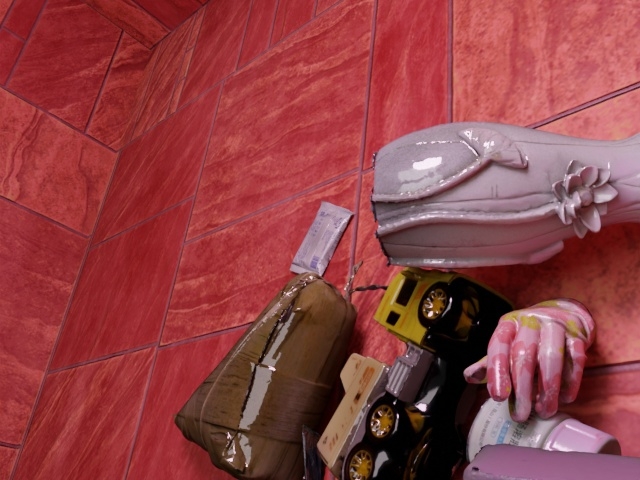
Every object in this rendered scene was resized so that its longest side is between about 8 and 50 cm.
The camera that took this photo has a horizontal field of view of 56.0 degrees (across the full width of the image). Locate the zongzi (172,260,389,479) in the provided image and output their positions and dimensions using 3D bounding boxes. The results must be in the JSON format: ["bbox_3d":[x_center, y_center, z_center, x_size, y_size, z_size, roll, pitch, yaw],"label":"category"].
[{"bbox_3d":[-0.142,0.228,1.301,0.467,0.218,0.500,8,71,50],"label":"zongzi"}]

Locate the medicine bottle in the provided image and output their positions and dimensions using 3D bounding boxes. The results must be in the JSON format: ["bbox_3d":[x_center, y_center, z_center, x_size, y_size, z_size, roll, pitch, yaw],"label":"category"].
[{"bbox_3d":[0.307,0.297,0.832,0.168,0.135,0.135,16,77,47],"label":"medicine bottle"}]

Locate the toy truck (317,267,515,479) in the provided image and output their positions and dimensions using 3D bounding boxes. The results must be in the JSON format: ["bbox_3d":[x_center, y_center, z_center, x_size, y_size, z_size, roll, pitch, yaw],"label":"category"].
[{"bbox_3d":[0.147,0.242,1.015,0.254,0.181,0.405,21,84,59],"label":"toy truck"}]

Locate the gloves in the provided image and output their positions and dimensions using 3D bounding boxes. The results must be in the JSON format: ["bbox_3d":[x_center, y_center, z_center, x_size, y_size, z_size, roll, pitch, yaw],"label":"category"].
[{"bbox_3d":[0.303,0.156,0.860,0.145,0.241,0.126,18,111,35],"label":"gloves"}]

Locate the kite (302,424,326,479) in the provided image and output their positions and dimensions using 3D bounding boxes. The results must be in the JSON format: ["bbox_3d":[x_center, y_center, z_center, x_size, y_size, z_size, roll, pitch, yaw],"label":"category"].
[{"bbox_3d":[0.001,0.438,1.006,0.011,0.314,0.335,-7,17,8],"label":"kite"}]

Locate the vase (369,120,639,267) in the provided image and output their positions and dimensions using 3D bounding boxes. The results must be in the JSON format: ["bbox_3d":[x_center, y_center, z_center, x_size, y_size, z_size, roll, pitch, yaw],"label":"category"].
[{"bbox_3d":[0.313,-0.078,0.915,0.445,0.250,0.250,-5,59,19],"label":"vase"}]

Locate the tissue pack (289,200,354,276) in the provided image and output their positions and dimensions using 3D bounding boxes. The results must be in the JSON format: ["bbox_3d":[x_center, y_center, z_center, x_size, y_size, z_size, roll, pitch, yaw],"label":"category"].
[{"bbox_3d":[0.000,0.000,1.460,0.122,0.026,0.193,20,81,51],"label":"tissue pack"}]

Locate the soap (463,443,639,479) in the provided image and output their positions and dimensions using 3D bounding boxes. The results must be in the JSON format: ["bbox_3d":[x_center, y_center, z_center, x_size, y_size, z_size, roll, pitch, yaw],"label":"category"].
[{"bbox_3d":[0.327,0.384,0.668,0.296,0.107,0.285,-11,89,39],"label":"soap"}]
